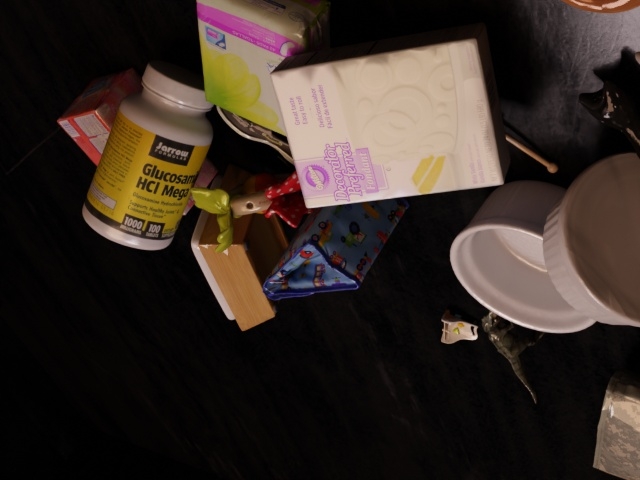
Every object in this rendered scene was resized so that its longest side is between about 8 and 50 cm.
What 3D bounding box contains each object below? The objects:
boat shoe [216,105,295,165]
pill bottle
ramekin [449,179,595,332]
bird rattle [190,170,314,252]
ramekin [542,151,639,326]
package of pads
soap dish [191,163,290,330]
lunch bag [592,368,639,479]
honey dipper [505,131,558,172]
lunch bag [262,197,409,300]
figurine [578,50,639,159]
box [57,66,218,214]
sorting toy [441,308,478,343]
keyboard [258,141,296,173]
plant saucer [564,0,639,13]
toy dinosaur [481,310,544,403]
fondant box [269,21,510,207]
[{"bbox_3d":[-0.086,-0.218,2.022,0.228,0.081,0.068,31,148,-9],"label":"boat shoe"},{"bbox_3d":[-0.320,-0.165,2.068,0.188,0.188,0.334,27,108,11],"label":"pill bottle"},{"bbox_3d":[0.379,0.023,1.868,0.277,0.135,0.277,24,149,16],"label":"ramekin"},{"bbox_3d":[-0.117,-0.092,2.084,0.254,0.207,0.143,-22,105,19],"label":"bird rattle"},{"bbox_3d":[0.468,0.008,1.650,0.273,0.273,0.127,36,161,-5],"label":"ramekin"},{"bbox_3d":[-0.092,-0.320,1.854,0.229,0.101,0.296,26,150,15],"label":"package of pads"},{"bbox_3d":[-0.158,0.017,2.293,0.118,0.229,0.291,0,139,20],"label":"soap dish"},{"bbox_3d":[0.660,0.362,2.058,0.235,0.169,0.287,20,152,22],"label":"lunch bag"},{"bbox_3d":[0.323,-0.160,1.767,0.161,0.030,0.030,32,150,-6],"label":"honey dipper"},{"bbox_3d":[0.000,0.000,2.105,0.138,0.221,0.293,42,149,-15],"label":"lunch bag"},{"bbox_3d":[0.498,-0.181,1.518,0.209,0.092,0.215,41,148,-4],"label":"figurine"},{"bbox_3d":[-0.379,-0.198,2.257,0.154,0.142,0.300,-4,133,47],"label":"box"},{"bbox_3d":[0.297,0.185,2.274,0.075,0.045,0.083,15,145,16],"label":"sorting toy"},{"bbox_3d":[-0.058,-0.168,2.122,0.192,0.038,0.100,41,172,-16],"label":"keyboard"},{"bbox_3d":[0.357,-0.376,1.413,0.200,0.037,0.200,24,148,16],"label":"plant saucer"},{"bbox_3d":[0.386,0.192,2.120,0.064,0.118,0.268,1,138,43],"label":"toy dinosaur"},{"bbox_3d":[0.112,-0.190,1.685,0.330,0.096,0.238,-6,115,21],"label":"fondant box"}]
